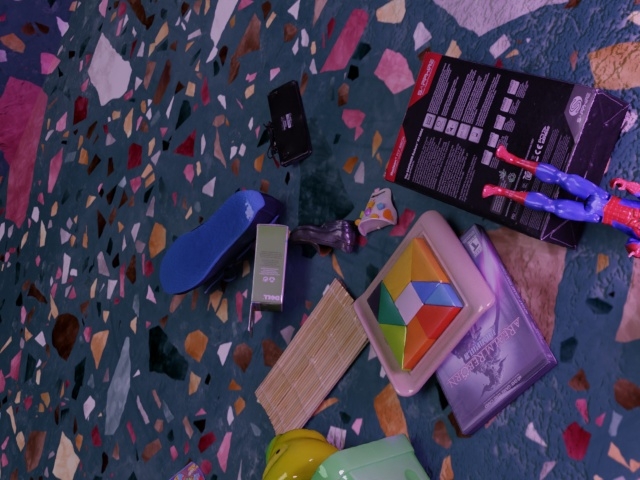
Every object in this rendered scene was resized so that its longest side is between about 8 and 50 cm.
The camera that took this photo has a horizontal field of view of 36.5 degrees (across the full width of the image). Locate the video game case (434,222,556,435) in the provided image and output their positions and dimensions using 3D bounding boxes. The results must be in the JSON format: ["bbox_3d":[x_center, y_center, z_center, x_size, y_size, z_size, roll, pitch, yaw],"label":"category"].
[{"bbox_3d":[0.239,0.137,1.529,0.196,0.026,0.274,-48,45,31],"label":"video game case"}]

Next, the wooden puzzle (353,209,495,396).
[{"bbox_3d":[0.156,0.100,1.588,0.239,0.044,0.221,-52,44,27],"label":"wooden puzzle"}]

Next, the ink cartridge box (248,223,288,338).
[{"bbox_3d":[-0.100,0.082,1.891,0.109,0.062,0.209,100,174,-77],"label":"ink cartridge box"}]

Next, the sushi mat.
[{"bbox_3d":[-0.016,0.231,1.817,0.316,0.019,0.151,-55,42,24],"label":"sushi mat"}]

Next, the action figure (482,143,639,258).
[{"bbox_3d":[0.353,-0.048,1.281,0.280,0.139,0.091,20,98,15],"label":"action figure"}]

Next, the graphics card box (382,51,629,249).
[{"bbox_3d":[0.275,-0.151,1.516,0.371,0.094,0.233,26,99,52],"label":"graphics card box"}]

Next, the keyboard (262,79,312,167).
[{"bbox_3d":[-0.070,-0.236,2.023,0.100,0.038,0.192,-22,59,19],"label":"keyboard"}]

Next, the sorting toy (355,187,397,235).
[{"bbox_3d":[0.101,-0.058,1.753,0.083,0.045,0.075,-21,45,46],"label":"sorting toy"}]

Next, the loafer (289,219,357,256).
[{"bbox_3d":[0.000,0.000,1.836,0.170,0.062,0.061,-9,77,51],"label":"loafer"}]

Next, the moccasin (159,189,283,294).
[{"bbox_3d":[-0.204,0.021,2.041,0.342,0.117,0.138,-33,67,35],"label":"moccasin"}]

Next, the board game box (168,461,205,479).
[{"bbox_3d":[-0.301,0.551,2.061,0.168,0.033,0.133,-42,50,35],"label":"board game box"}]

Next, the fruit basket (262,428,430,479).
[{"bbox_3d":[-0.008,0.449,1.574,0.392,0.283,0.392,-1,89,36],"label":"fruit basket"}]
